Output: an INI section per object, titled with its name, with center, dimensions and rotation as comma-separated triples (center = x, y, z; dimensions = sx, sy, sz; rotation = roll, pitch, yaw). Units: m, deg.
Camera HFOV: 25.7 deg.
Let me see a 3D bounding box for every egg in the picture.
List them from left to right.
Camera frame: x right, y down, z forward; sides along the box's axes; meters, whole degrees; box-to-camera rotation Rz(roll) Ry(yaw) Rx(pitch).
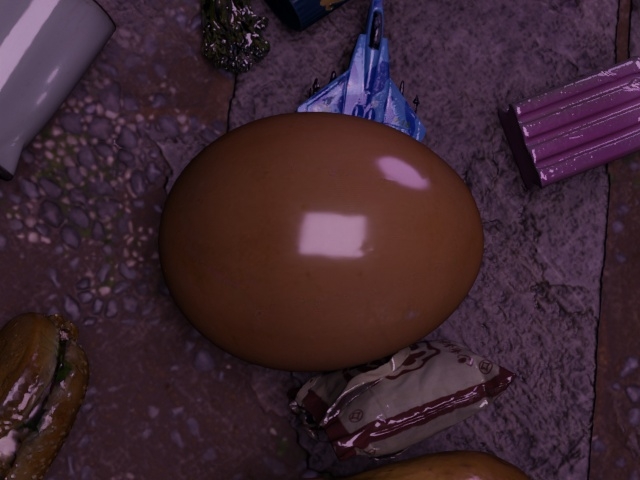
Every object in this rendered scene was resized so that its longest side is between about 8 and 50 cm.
[egg]
center = 0.000, 0.000, 1.618
dimensions = 0.374, 0.301, 0.301
rotation = -8, 87, 4

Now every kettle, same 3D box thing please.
[kettle]
center = -0.392, -0.210, 1.631
dimensions = 0.221, 0.161, 0.236
rotation = 31, 81, 8

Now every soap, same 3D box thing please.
[soap]
center = 0.347, -0.153, 1.840
dimensions = 0.203, 0.065, 0.122
rotation = -20, 90, -14

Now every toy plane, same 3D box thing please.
[toy plane]
center = 0.056, -0.203, 1.773
dimensions = 0.169, 0.078, 0.246
rotation = 7, 77, -13

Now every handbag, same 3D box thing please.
[handbag]
center = 0.095, 0.182, 1.679
dimensions = 0.235, 0.213, 0.127
rotation = -15, 101, -13

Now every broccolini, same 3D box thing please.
[broccolini]
center = -0.122, -0.306, 1.743
dimensions = 0.091, 0.068, 0.202
rotation = -17, 89, 5

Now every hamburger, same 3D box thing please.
[hamburger]
center = -0.335, 0.183, 1.594
dimensions = 0.122, 0.189, 0.215
rotation = 33, 77, -19

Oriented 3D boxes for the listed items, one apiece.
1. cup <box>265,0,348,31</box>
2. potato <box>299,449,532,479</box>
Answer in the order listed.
[cup]
center = -0.006, -0.360, 1.731
dimensions = 0.155, 0.131, 0.176
rotation = -40, 133, -9
[potato]
center = 0.105, 0.332, 1.617
dimensions = 0.296, 0.290, 0.397
rotation = -42, 127, -8
